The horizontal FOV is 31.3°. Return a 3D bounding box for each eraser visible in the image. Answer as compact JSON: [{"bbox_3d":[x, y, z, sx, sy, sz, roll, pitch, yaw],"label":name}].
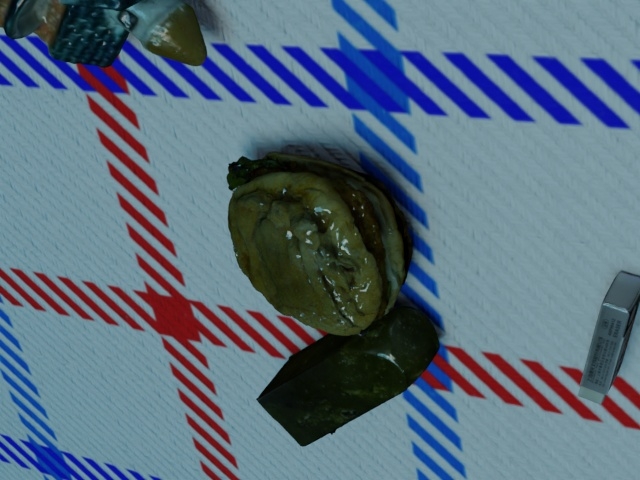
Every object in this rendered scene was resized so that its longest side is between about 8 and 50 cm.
[{"bbox_3d":[0.267,0.091,1.050,0.029,0.052,0.122,21,131,21],"label":"eraser"}]

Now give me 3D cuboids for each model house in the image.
[{"bbox_3d":[-0.230,-0.250,1.052,0.291,0.184,0.253,36,131,-1],"label":"model house"}]

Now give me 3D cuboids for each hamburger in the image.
[{"bbox_3d":[0.000,0.000,1.132,0.206,0.130,0.183,18,132,47],"label":"hamburger"}]

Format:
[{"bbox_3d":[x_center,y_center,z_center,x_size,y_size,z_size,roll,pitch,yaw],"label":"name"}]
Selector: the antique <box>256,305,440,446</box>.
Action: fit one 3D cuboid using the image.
[{"bbox_3d":[0.033,0.138,1.226,0.080,0.081,0.221,46,134,-7],"label":"antique"}]
